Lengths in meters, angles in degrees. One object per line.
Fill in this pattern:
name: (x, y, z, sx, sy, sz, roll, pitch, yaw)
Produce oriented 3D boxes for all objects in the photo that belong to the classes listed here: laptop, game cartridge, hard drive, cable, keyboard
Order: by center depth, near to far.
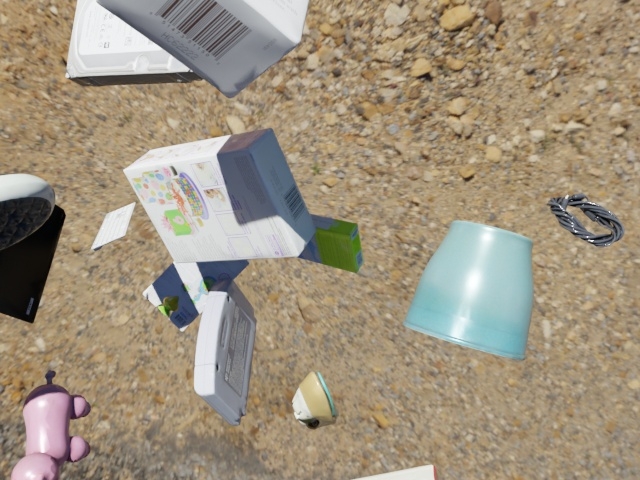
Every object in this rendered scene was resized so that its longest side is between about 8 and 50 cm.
laptop: (-0.623, 0.001, 1.184, 0.264, 0.136, 0.235, 15, 71, -18)
hard drive: (-0.362, -0.439, 1.342, 0.338, 0.064, 0.237, 5, 84, 25)
keyboard: (-0.440, -0.035, 1.413, 0.072, 0.256, 0.014, -29, 111, -1)
cable: (0.604, -0.052, 1.501, 0.150, 0.185, 0.047, 5, 128, -19)
game cartridge: (-0.215, 0.247, 1.511, 0.062, 0.297, 0.198, -12, 139, 19)

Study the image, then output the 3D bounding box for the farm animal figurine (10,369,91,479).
farm animal figurine: (-0.277, 0.262, 0.497, 0.330, 0.172, 0.327, 25, 74, 16)

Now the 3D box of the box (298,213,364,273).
box: (0.000, 0.000, 1.384, 0.042, 0.178, 0.109, -52, 143, -38)

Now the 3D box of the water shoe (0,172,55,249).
water shoe: (-0.282, -0.023, 0.424, 0.203, 0.073, 0.080, -18, 68, -19)

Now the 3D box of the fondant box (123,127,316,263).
fondant box: (-0.201, -0.079, 1.313, 0.330, 0.096, 0.238, -4, 123, 32)

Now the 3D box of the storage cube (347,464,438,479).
storage cube: (0.111, 0.488, 1.010, 0.214, 0.184, 0.193, -12, 96, 6)

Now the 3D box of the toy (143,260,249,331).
toy: (-0.307, 0.093, 1.636, 0.137, 0.056, 0.237, 45, 86, -3)

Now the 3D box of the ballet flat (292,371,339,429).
ballet flat: (-0.012, 0.292, 1.148, 0.073, 0.232, 0.080, -24, 62, -5)

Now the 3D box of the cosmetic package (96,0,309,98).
cosmetic package: (-0.131, -0.461, 0.963, 0.230, 0.161, 0.454, 33, 49, -31)

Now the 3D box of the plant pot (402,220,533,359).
plant pot: (0.341, 0.098, 1.438, 0.271, 0.271, 0.255, 15, 89, -10)
